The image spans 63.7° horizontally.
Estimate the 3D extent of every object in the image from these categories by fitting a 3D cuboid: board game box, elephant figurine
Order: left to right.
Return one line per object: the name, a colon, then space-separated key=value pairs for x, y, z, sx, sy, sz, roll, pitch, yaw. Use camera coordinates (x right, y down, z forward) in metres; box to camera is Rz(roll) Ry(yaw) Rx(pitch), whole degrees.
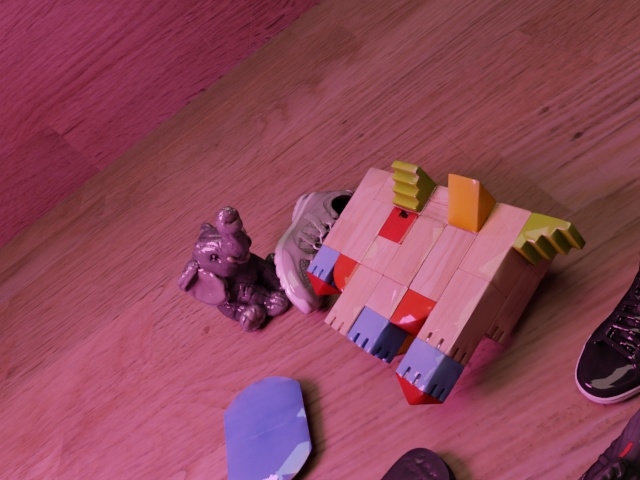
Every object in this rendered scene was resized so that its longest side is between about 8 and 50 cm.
elephant figurine: x=-0.167 y=0.035 z=0.903 sx=0.186 sy=0.239 sz=0.169 roll=-37 pitch=37 yaw=6
board game box: x=-0.072 y=0.281 z=0.745 sx=0.133 sy=0.033 sz=0.168 roll=-27 pitch=44 yaw=10

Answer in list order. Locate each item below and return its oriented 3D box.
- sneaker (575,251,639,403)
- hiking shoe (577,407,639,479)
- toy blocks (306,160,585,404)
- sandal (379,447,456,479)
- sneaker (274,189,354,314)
sneaker: x=0.335 y=0.062 z=0.534 sx=0.217 sy=0.121 sz=0.079 roll=-43 pitch=36 yaw=-4
hiking shoe: x=0.284 y=0.203 z=0.457 sx=0.227 sy=0.114 sz=0.086 roll=-24 pitch=60 yaw=-24
toy blocks: x=0.119 y=0.055 z=0.712 sx=0.381 sy=0.191 sz=0.260 roll=28 pitch=84 yaw=51
sandal: x=0.045 y=0.334 z=0.565 sx=0.254 sy=0.054 sz=0.097 roll=-51 pitch=38 yaw=-13
sneaker: x=0.000 y=0.000 z=0.906 sx=0.115 sy=0.105 sz=0.281 roll=-19 pitch=41 yaw=27
